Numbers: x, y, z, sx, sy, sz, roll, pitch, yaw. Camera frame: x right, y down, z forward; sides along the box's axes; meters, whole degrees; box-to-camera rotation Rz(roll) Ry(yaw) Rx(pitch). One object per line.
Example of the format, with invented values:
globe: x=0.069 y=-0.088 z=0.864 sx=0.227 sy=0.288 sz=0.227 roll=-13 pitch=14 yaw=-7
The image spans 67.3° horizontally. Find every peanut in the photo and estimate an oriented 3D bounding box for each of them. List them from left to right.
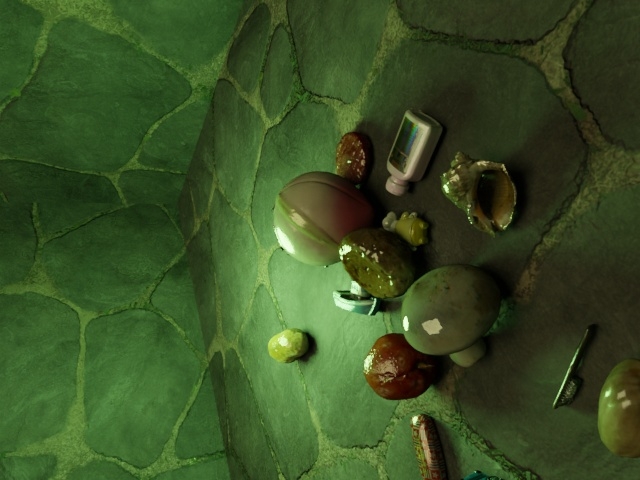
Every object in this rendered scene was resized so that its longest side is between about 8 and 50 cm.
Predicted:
peanut: x=-0.127 y=0.417 z=1.898 sx=0.224 sy=0.129 sz=0.129 roll=-42 pitch=57 yaw=52

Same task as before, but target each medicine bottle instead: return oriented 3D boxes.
medicine bottle: x=0.239 y=-0.227 z=1.285 sx=0.115 sy=0.077 sz=0.219 roll=52 pitch=134 yaw=43

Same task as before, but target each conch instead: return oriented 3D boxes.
conch: x=0.352 y=-0.105 z=1.050 sx=0.207 sy=0.129 sz=0.155 roll=69 pitch=160 yaw=5

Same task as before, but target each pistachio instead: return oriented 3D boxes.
pistachio: x=0.523 y=0.289 z=0.810 sx=0.126 sy=0.108 sz=0.186 roll=-108 pitch=18 yaw=-70

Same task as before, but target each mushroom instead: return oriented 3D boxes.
mushroom: x=0.309 y=0.181 z=1.098 sx=0.243 sy=0.243 sz=0.244 roll=5 pitch=96 yaw=59

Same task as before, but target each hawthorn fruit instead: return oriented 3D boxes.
hawthorn fruit: x=0.219 y=0.331 z=1.253 sx=0.200 sy=0.179 sz=0.179 roll=-14 pitch=80 yaw=57

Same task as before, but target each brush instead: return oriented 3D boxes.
brush: x=0.494 y=0.249 z=0.923 sx=0.027 sy=0.034 sz=0.191 roll=31 pitch=118 yaw=44

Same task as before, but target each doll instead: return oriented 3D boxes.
doll: x=0.232 y=-0.031 z=1.325 sx=0.162 sy=0.062 sz=0.106 roll=16 pitch=107 yaw=57

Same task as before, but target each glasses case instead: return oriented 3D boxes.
glasses case: x=0.285 y=0.563 z=1.278 sx=0.073 sy=0.049 sz=0.195 roll=-36 pitch=61 yaw=54

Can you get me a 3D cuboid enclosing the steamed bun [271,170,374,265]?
steamed bun: x=0.030 y=-0.072 z=1.471 sx=0.309 sy=0.309 sz=0.310 roll=5 pitch=96 yaw=59

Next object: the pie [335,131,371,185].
pie: x=0.102 y=-0.262 z=1.545 sx=0.182 sy=0.049 sz=0.183 roll=0 pitch=90 yaw=61

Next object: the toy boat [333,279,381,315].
toy boat: x=0.118 y=0.171 z=1.503 sx=0.215 sy=0.088 sz=0.102 roll=11 pitch=97 yaw=60

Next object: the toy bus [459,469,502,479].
toy bus: x=0.387 y=0.586 z=1.050 sx=0.184 sy=0.106 sz=0.090 roll=-6 pitch=89 yaw=60

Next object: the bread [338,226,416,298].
bread: x=0.162 y=0.057 z=1.331 sx=0.229 sy=0.123 sz=0.230 roll=31 pitch=150 yaw=20
